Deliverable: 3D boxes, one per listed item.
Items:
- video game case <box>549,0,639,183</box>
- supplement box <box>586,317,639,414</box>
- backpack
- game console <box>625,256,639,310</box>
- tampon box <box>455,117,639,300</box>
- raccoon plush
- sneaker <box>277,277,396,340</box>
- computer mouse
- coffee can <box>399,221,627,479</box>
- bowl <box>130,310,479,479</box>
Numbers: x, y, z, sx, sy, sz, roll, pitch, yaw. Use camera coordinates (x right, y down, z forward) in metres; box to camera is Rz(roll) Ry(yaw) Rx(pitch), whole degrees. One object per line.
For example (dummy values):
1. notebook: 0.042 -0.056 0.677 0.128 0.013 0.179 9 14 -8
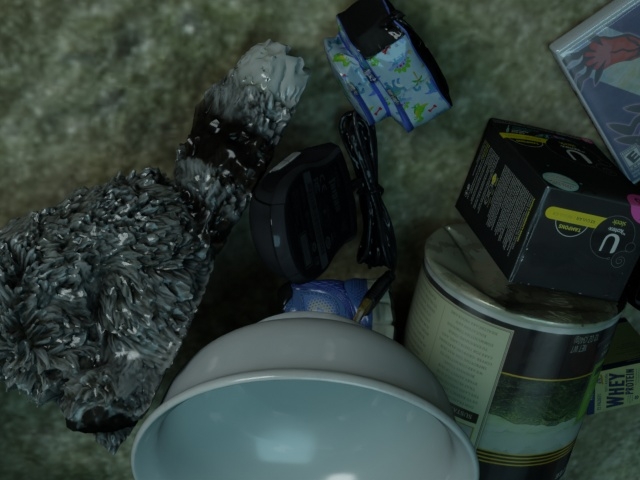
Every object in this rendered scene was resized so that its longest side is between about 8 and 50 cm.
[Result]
1. video game case: 0.350 -0.177 1.192 0.201 0.023 0.183 -35 120 6
2. supplement box: 0.311 0.136 1.317 0.083 0.083 0.056 -11 120 -8
3. backpack: 0.058 -0.152 1.087 0.084 0.105 0.114 -34 121 8
4. game console: 0.493 0.021 1.260 0.361 0.044 0.213 20 111 -10
5. tampon box: 0.221 -0.032 1.159 0.120 0.161 0.101 10 115 -19
6. raccoon plush: -0.242 -0.026 1.085 0.299 0.216 0.446 28 78 -10
7. sneaker: -0.023 0.177 1.252 0.147 0.129 0.330 11 112 -3
8. computer mouse: 0.000 0.000 1.080 0.060 0.262 0.184 -5 111 23
9. coffee can: 0.169 0.147 1.220 0.202 0.201 0.275 5 117 -16
10. bowl: -0.012 0.158 1.079 0.298 0.134 0.297 1 136 1
